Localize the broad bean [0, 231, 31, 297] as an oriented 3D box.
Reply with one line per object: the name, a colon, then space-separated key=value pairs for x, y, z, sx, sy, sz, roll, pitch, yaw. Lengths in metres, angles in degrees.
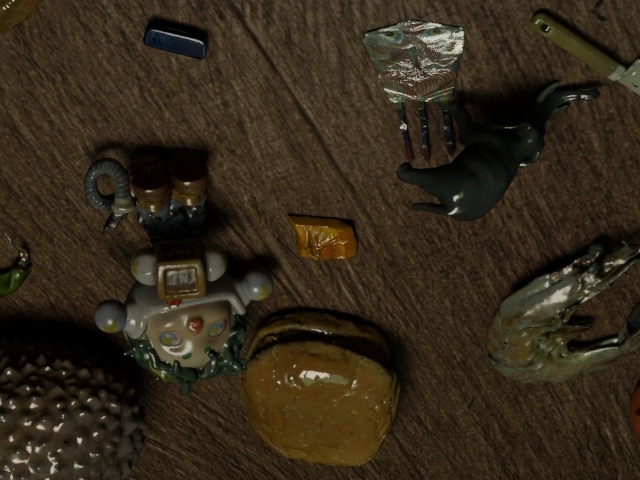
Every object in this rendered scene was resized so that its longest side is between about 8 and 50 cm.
broad bean: x=-0.576 y=0.077 z=1.954 sx=0.318 sy=0.056 sz=0.098 roll=-29 pitch=117 yaw=26

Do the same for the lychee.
lychee: x=-0.491 y=0.333 z=1.982 sx=0.432 sy=0.380 sz=0.380 roll=-30 pitch=124 yaw=11

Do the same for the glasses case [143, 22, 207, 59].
glasses case: x=-0.186 y=-0.260 z=1.570 sx=0.083 sy=0.023 sz=0.033 roll=13 pitch=130 yaw=-5

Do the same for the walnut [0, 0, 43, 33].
walnut: x=-0.396 y=-0.332 z=1.453 sx=0.155 sy=0.155 sz=0.184 roll=38 pitch=127 yaw=-25

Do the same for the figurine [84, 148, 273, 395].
figurine: x=-0.199 y=0.060 z=1.780 sx=0.261 sy=0.186 sz=0.382 roll=-2 pitch=128 yaw=-2

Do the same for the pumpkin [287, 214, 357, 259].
pumpkin: x=0.001 y=-0.001 z=1.782 sx=0.101 sy=0.035 sz=0.073 roll=4 pitch=132 yaw=10

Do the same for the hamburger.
hamburger: x=-0.001 y=0.249 z=1.953 sx=0.260 sy=0.144 sz=0.283 roll=2 pitch=140 yaw=5

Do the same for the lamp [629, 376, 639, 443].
lamp: x=0.566 y=0.269 z=1.849 sx=0.188 sy=0.164 sz=0.187 roll=7 pitch=137 yaw=7

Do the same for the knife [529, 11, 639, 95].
knife: x=0.388 y=-0.209 z=1.518 sx=0.298 sy=0.017 sz=0.047 roll=29 pitch=126 yaw=-17

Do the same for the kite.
kite: x=0.136 y=-0.188 z=1.588 sx=0.127 sy=0.016 sz=0.229 roll=-2 pitch=133 yaw=16

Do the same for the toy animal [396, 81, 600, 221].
toy animal: x=0.218 y=-0.125 z=1.554 sx=0.269 sy=0.137 sz=0.082 roll=-43 pitch=138 yaw=-11

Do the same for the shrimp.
shrimp: x=0.388 y=0.114 z=1.799 sx=0.247 sy=0.085 sz=0.360 roll=15 pitch=139 yaw=-17
